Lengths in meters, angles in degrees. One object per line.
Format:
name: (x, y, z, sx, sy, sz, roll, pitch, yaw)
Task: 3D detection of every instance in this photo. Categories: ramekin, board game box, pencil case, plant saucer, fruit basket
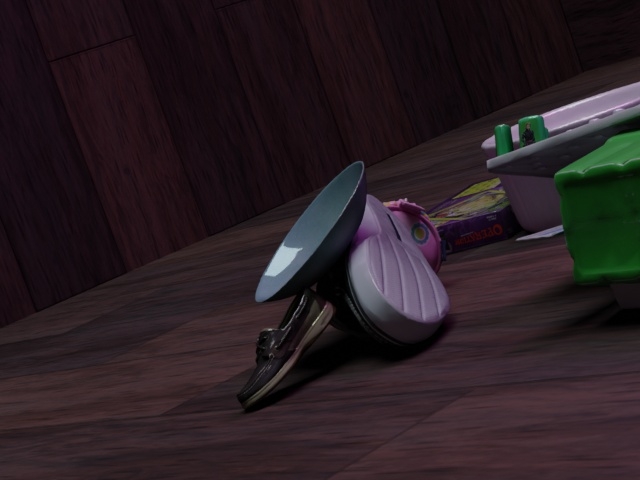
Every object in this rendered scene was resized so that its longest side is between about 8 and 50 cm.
ramekin: (0.364, -0.111, 2.072, 0.277, 0.135, 0.277, -19, 6, 2)
board game box: (0.431, -0.123, 1.575, 0.390, 0.050, 0.390, 2, -11, -31)
pencil case: (0.068, 0.007, 2.024, 0.124, 0.124, 0.284, -21, 4, -13)
plant saucer: (0.000, 0.000, 1.731, 0.195, 0.037, 0.195, -50, 11, 13)
board game box: (0.246, -0.046, 2.291, 0.208, 0.056, 0.347, -20, 5, 34)
fruit basket: (0.409, -0.036, 1.428, 0.353, 0.165, 0.327, -5, -2, -33)

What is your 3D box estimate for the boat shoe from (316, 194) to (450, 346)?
boat shoe: (0.058, 0.057, 1.736, 0.119, 0.121, 0.335, -51, 12, 13)

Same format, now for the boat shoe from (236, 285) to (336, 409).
boat shoe: (-0.045, 0.111, 1.633, 0.152, 0.049, 0.056, -50, 8, -31)
